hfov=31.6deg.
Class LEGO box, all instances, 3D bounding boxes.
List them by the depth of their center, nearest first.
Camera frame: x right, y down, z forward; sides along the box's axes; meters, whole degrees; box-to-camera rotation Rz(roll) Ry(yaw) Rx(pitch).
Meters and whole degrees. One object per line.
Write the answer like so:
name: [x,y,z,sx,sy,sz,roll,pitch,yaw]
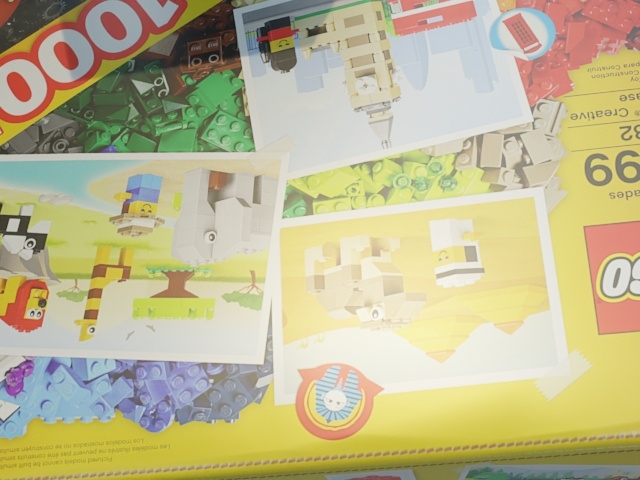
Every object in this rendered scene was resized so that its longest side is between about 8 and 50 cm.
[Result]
LEGO box: [0.000,0.000,0.765,0.193,0.500,0.372,67,19,-61]
